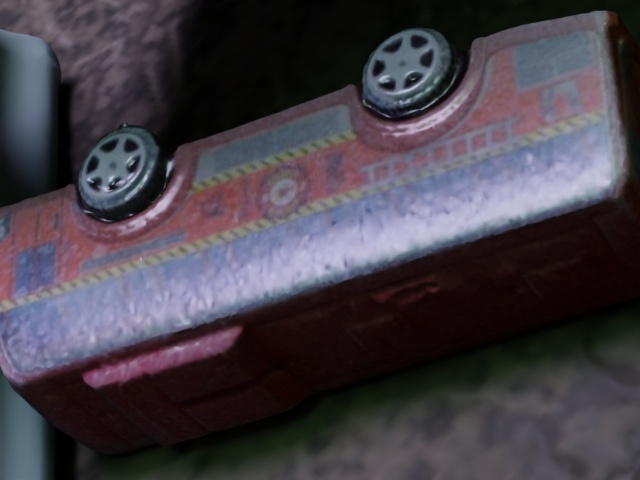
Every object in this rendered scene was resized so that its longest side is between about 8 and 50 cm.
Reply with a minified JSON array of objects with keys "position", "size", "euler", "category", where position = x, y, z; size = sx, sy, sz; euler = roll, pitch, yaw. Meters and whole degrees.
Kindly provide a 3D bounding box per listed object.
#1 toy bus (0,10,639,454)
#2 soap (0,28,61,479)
[{"position":[0.000,0.000,0.531],"size":[0.192,0.065,0.077],"euler":[-19,51,20],"category":"toy bus"},{"position":[-0.163,0.037,0.590],"size":[0.160,0.087,0.265],"euler":[-23,43,16],"category":"soap"}]
